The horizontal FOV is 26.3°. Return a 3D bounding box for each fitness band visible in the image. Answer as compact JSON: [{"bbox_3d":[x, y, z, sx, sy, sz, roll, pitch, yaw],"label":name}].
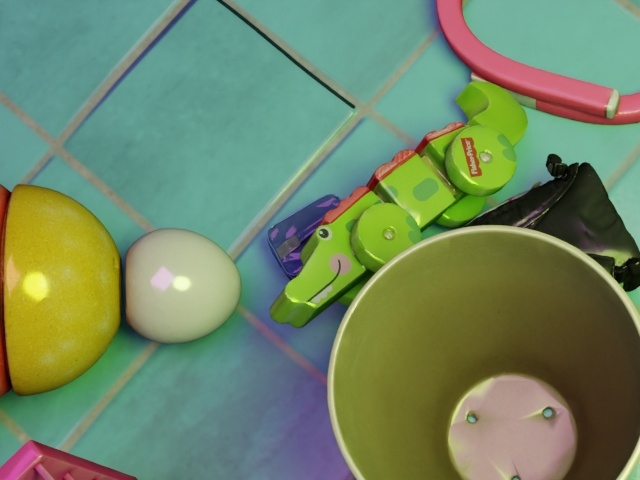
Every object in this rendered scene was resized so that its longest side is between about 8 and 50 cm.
[{"bbox_3d":[0.261,-0.234,1.411,0.291,0.054,0.209,20,77,16],"label":"fitness band"}]

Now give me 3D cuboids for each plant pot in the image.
[{"bbox_3d":[0.158,0.148,1.191,0.256,0.274,0.256,-4,72,12],"label":"plant pot"}]

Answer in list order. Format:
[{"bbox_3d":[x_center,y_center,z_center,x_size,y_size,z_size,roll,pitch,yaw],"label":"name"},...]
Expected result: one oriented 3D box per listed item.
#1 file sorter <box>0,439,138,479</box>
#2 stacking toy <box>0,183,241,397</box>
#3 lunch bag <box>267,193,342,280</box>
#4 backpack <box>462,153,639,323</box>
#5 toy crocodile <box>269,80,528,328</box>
[{"bbox_3d":[-0.224,0.329,1.210,0.202,0.291,0.182,-44,72,-4],"label":"file sorter"},{"bbox_3d":[-0.319,0.054,1.360,0.480,0.350,0.351,1,72,-7],"label":"stacking toy"},{"bbox_3d":[0.000,0.000,1.385,0.098,0.065,0.067,-32,69,1],"label":"lunch bag"},{"bbox_3d":[0.204,0.024,1.308,0.182,0.115,0.152,-26,57,4],"label":"backpack"},{"bbox_3d":[0.079,-0.035,1.314,0.340,0.115,0.105,-39,83,-23],"label":"toy crocodile"}]
